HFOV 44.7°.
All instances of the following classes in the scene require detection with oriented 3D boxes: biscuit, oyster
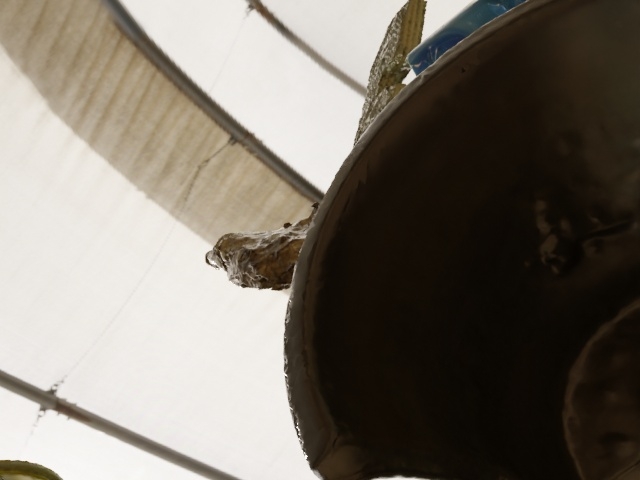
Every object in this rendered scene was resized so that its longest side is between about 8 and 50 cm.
[{"bbox_3d":[0.107,-0.239,1.194,0.046,0.147,0.250,18,-112,-12],"label":"biscuit"},{"bbox_3d":[-0.018,0.007,1.124,0.204,0.396,0.111,-33,-72,-75],"label":"oyster"}]

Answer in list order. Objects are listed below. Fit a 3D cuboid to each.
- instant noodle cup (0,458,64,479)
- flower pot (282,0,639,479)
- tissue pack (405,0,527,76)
[{"bbox_3d":[-0.284,0.352,0.666,0.264,0.200,0.264,-25,-50,-34],"label":"instant noodle cup"},{"bbox_3d":[0.202,0.044,0.437,0.251,0.379,0.379,43,-124,-39],"label":"flower pot"},{"bbox_3d":[0.259,-0.246,0.890,0.146,0.263,0.198,55,-145,-1],"label":"tissue pack"}]
